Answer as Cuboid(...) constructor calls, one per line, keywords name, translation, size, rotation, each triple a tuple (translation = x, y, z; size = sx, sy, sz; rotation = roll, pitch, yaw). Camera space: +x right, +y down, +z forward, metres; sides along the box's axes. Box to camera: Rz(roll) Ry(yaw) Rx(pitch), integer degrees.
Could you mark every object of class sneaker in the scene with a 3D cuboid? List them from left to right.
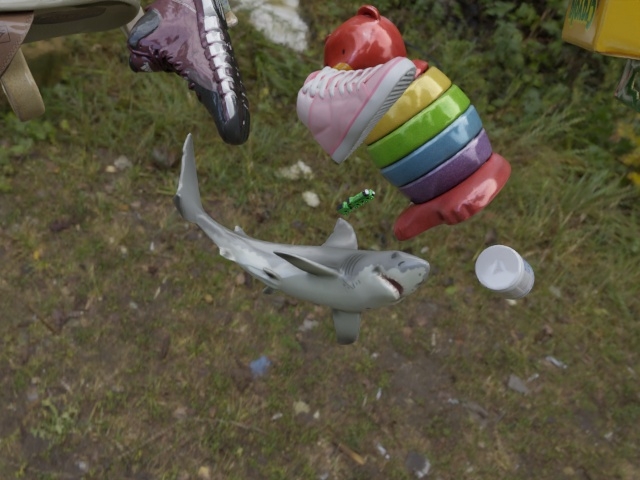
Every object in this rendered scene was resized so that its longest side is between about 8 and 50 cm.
Cuboid(name="sneaker", translation=(-0.211, -0.258, 1.188), size=(0.163, 0.106, 0.281), rotation=(-16, 73, 5))
Cuboid(name="sneaker", translation=(0.020, -0.117, 0.607), size=(0.070, 0.134, 0.051), rotation=(47, 62, 2))

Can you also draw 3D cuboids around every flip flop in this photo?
Cuboid(name="flip flop", translation=(-0.267, -0.151, 0.606), size=(0.277, 0.112, 0.080), rotation=(-22, 98, -33))

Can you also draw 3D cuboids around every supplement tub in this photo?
Cuboid(name="supplement tub", translation=(0.281, 0.050, 1.160), size=(0.071, 0.071, 0.107), rotation=(49, 11, 25))

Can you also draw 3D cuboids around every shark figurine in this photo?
Cuboid(name="shark figurine", translation=(-0.022, 0.002, 0.785), size=(0.278, 0.166, 0.116), rotation=(21, 56, 12))

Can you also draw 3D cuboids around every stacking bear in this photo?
Cuboid(name="stacking bear", translation=(0.111, -0.169, 1.020), size=(0.164, 0.175, 0.289), rotation=(-42, 101, -31))

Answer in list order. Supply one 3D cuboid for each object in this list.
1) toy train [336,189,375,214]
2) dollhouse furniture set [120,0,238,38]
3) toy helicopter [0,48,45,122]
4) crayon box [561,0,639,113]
Cuboid(name="toy train", translation=(0.060, -0.068, 1.330), size=(0.024, 0.083, 0.017), rotation=(24, 52, -34))
Cuboid(name="dollhouse furniture set", translation=(-0.294, -0.489, 1.548), size=(0.242, 0.212, 0.161), rotation=(-28, 46, -9))
Cuboid(name="toy helicopter", translation=(-0.389, -0.290, 0.845), size=(0.140, 0.355, 0.235), rotation=(-28, 51, -21))
Cuboid(name="crayon box", translation=(0.290, -0.275, 0.677), size=(0.081, 0.318, 0.202), rotation=(10, 18, 6))
